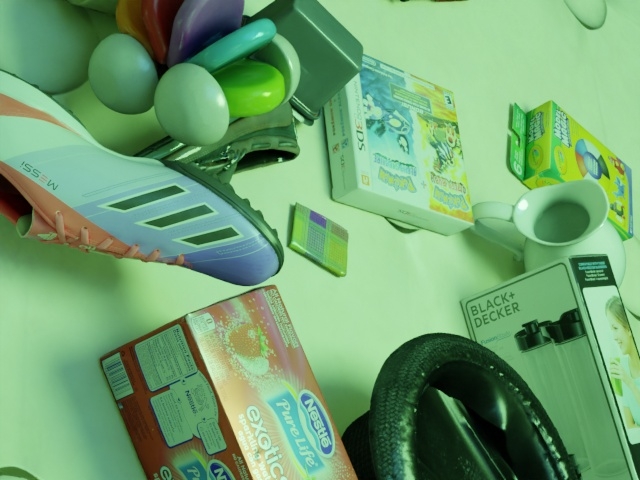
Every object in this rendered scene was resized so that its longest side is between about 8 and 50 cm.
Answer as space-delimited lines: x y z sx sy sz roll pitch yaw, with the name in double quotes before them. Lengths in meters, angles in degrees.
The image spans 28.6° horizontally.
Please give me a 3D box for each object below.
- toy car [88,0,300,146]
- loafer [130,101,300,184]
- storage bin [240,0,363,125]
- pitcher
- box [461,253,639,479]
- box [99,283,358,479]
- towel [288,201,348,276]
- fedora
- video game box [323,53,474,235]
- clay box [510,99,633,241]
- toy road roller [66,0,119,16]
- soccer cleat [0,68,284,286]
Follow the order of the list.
"toy car" -0.110 -0.179 1.134 0.182 0.136 0.159 27 38 27
"loafer" -0.097 -0.082 1.227 0.267 0.096 0.084 -37 104 -52
"storage bin" -0.022 -0.203 1.357 0.135 0.091 0.098 40 32 -23
"pitcher" 0.284 0.006 1.561 0.207 0.177 0.126 53 46 -57
"box" 0.284 0.177 1.440 0.087 0.169 0.290 -1 72 -45
"box" -0.067 0.184 1.084 0.122 0.128 0.257 -18 83 -50
"towel" 0.000 0.000 1.348 0.083 0.009 0.060 29 51 -33
"fedora" 0.120 0.263 1.224 0.334 0.152 0.334 24 54 -38
"video game box" 0.090 -0.115 1.480 0.205 0.048 0.187 15 62 -42
"clay box" 0.352 -0.099 1.748 0.222 0.053 0.127 34 47 -32
"toy road roller" -0.188 -0.392 1.251 0.202 0.240 0.330 9 101 -45
"soccer cleat" -0.184 -0.026 1.051 0.318 0.108 0.116 29 54 -9
